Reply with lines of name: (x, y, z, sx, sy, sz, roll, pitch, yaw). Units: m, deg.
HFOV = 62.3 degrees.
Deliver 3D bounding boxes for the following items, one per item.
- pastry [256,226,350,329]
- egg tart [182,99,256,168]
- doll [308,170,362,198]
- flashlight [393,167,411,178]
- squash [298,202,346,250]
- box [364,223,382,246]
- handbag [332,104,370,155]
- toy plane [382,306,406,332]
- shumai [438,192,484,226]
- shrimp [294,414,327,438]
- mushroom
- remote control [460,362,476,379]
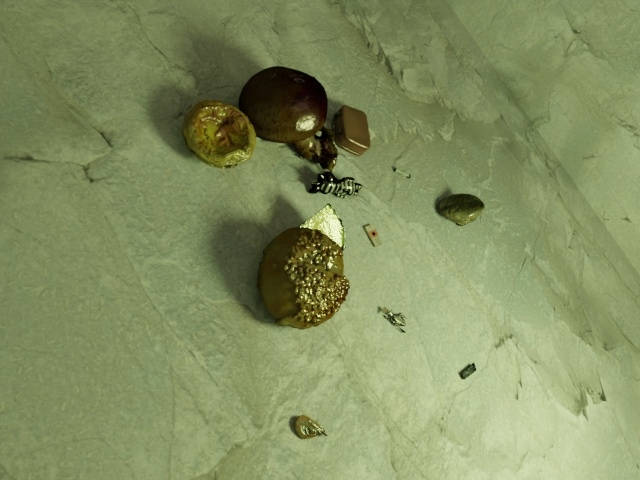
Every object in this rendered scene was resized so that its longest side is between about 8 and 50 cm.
pastry: (-0.038, 0.106, 1.573, 0.284, 0.184, 0.315, 22, 65, -29)
egg tart: (-0.322, -0.326, 1.671, 0.241, 0.106, 0.241, 11, 65, -24)
doll: (0.055, -0.200, 1.922, 0.219, 0.091, 0.067, 5, 39, -36)
flashlight: (0.349, -0.286, 2.253, 0.083, 0.018, 0.018, 20, 54, -28)
squash: (-0.013, -0.008, 1.764, 0.192, 0.085, 0.184, -38, 118, -15)
box: (0.197, -0.018, 1.979, 0.046, 0.012, 0.083, -20, 78, -43)
handbag: (0.123, -0.445, 2.132, 0.151, 0.072, 0.193, 13, 60, -33)
toy plane: (0.261, 0.271, 1.848, 0.121, 0.031, 0.049, 43, 55, -14)
shumai: (0.614, -0.121, 2.307, 0.201, 0.201, 0.120, -52, 142, -44)
shrimp: (-0.030, 0.528, 1.471, 0.108, 0.023, 0.059, 39, 57, -15)
mushroom: (-0.110, -0.442, 1.867, 0.334, 0.356, 0.331, -4, 64, 1)
remote control: (0.546, 0.484, 1.957, 0.091, 0.016, 0.034, -18, 93, -43)
